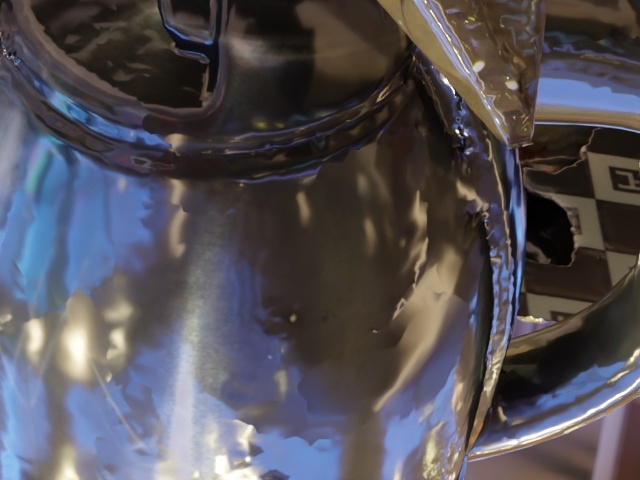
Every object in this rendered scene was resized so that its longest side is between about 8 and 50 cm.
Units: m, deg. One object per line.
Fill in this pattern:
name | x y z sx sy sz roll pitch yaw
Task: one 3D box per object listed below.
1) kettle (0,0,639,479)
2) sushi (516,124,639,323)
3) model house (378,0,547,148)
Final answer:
kettle | 0.000 0.000 0.672 0.321 0.324 0.228 3 -125 -3
sushi | 0.111 -0.036 1.367 0.343 0.064 0.359 8 -144 -6
model house | 0.019 -0.143 0.444 0.181 0.248 0.176 -18 180 -11
